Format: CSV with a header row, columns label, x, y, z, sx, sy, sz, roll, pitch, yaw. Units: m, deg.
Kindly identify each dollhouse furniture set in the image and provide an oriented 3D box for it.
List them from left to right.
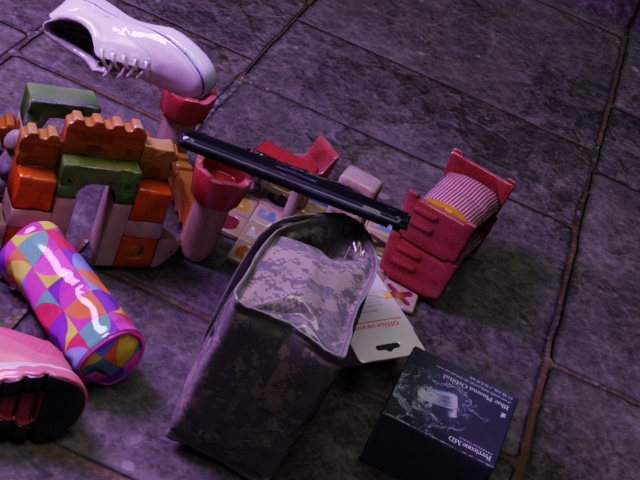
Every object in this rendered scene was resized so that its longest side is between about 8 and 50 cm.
label,x,y,z,sx,sy,sz,roll,pitch,yaw
dollhouse furniture set,0.087,-0.085,1.940,0.374,0.152,0.201,29,34,11

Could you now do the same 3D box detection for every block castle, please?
label,x,y,z,sx,sy,sz,roll,pitch,yaw
block castle,-0.342,-0.143,1.733,0.453,0.212,0.303,6,37,-27

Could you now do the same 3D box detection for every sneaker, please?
label,x,y,z,sx,sy,sz,roll,pitch,yaw
sneaker,-0.429,0.149,1.406,0.314,0.115,0.136,12,24,-27
sneaker,-0.263,-0.250,1.684,0.258,0.094,0.091,26,48,20

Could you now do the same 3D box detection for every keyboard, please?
label,x,y,z,sx,sy,sz,roll,pitch,yaw
keyboard,-0.032,-0.078,1.634,0.317,0.033,0.201,22,8,3

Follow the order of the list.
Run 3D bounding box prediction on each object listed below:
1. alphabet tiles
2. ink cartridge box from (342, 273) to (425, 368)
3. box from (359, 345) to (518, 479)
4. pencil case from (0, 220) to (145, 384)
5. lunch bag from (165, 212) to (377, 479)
label,x,y,z,sx,sy,sz,roll,pitch,yaw
alphabet tiles,0.000,0.000,1.919,0.343,0.011,0.285,23,34,2
ink cartridge box,0.048,0.111,1.732,0.115,0.067,0.198,-6,46,-30
box,0.155,0.241,1.597,0.156,0.093,0.158,26,35,6
pencil case,-0.316,0.079,1.558,0.104,0.104,0.236,-11,44,-40
lunch bag,-0.049,0.111,1.531,0.169,0.235,0.287,29,32,-1
